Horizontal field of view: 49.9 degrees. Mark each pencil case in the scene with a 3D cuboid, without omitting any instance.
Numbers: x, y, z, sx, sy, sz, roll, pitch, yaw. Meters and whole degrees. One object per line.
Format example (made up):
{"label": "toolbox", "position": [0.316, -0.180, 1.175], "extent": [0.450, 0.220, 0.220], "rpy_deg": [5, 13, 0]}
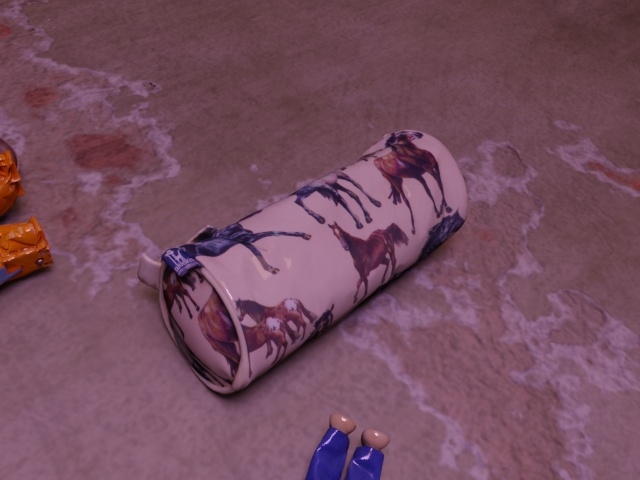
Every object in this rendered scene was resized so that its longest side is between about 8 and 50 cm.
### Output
{"label": "pencil case", "position": [0.000, 0.000, 0.820], "extent": [0.410, 0.160, 0.183], "rpy_deg": [-31, 75, -34]}

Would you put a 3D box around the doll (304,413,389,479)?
{"label": "doll", "position": [0.003, 0.261, 0.649], "extent": [0.129, 0.046, 0.189], "rpy_deg": [25, 52, -2]}

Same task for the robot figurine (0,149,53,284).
{"label": "robot figurine", "position": [-0.461, 0.005, 0.744], "extent": [0.291, 0.085, 0.211], "rpy_deg": [-21, 65, -25]}

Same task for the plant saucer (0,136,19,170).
{"label": "plant saucer", "position": [-0.475, -0.084, 0.881], "extent": [0.169, 0.029, 0.168], "rpy_deg": [7, 47, -7]}
